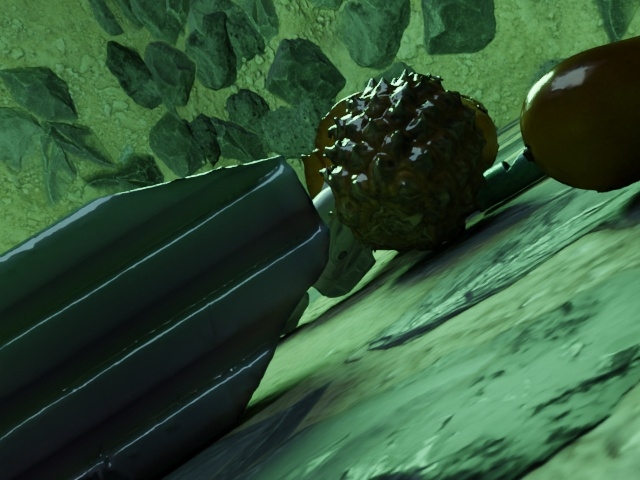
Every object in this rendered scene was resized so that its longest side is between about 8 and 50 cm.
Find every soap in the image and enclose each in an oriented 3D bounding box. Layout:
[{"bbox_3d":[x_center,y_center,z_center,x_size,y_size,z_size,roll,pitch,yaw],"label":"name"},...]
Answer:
[{"bbox_3d":[-0.140,0.067,0.685,0.323,0.193,0.109,-33,2,-7],"label":"soap"}]

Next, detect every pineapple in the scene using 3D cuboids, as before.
[{"bbox_3d":[0.083,-0.088,0.895,0.166,0.166,0.193,-32,39,48],"label":"pineapple"}]

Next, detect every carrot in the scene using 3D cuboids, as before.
[{"bbox_3d":[0.120,-0.096,1.151,0.196,0.196,0.254,-33,-7,27],"label":"carrot"}]

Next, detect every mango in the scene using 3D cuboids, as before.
[{"bbox_3d":[0.195,-0.082,0.554,0.159,0.084,0.105,-16,15,-11],"label":"mango"}]

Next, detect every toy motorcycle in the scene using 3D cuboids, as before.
[{"bbox_3d":[0.000,0.000,0.998,0.254,0.112,0.112,-48,1,3],"label":"toy motorcycle"}]

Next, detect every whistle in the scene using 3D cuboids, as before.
[{"bbox_3d":[0.229,-0.089,0.899,0.186,0.039,0.039,-32,2,25],"label":"whistle"}]
